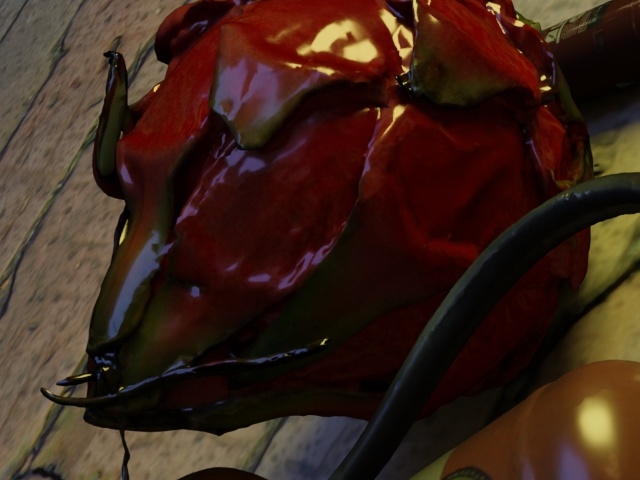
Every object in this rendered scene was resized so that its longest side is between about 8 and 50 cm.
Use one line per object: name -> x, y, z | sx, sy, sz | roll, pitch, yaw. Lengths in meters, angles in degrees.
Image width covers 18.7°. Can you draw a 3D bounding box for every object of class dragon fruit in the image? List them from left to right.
dragon fruit -> 0.000, 0.000, 0.859 | 0.293, 0.234, 0.234 | -53, 23, -12

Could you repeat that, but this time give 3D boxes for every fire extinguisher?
fire extinguisher -> 0.043, 0.110, 0.701 | 0.376, 0.113, 0.200 | -37, 68, 31
fire extinguisher -> 0.139, -0.093, 0.951 | 0.064, 0.043, 0.158 | -17, -1, -39

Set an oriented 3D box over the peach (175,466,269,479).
peach -> -0.042, 0.151, 0.872 | 0.101, 0.101, 0.100 | -41, 26, 25
